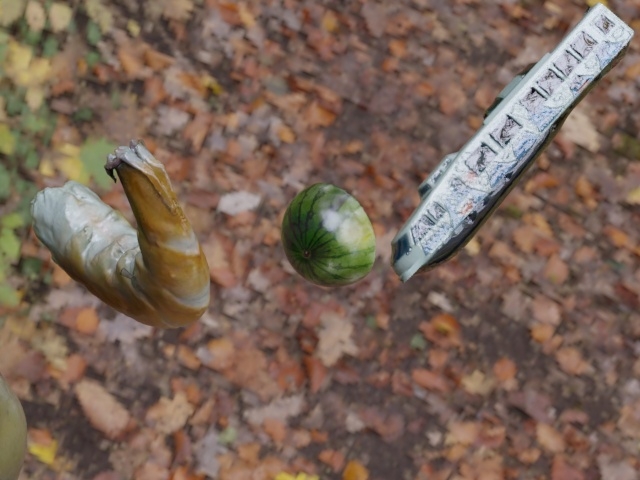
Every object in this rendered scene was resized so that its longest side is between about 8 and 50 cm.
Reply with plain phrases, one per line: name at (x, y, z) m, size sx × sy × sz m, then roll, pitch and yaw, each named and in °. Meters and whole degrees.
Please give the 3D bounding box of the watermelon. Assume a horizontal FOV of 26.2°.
watermelon at (0.000, 0.000, 1.316) m, size 0.105 × 0.105 × 0.062 m, roll 41°, pitch 41°, yaw 23°

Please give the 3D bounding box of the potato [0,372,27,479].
potato at (-0.343, 0.114, 0.925) m, size 0.243 × 0.221 × 0.326 m, roll 62°, pitch 19°, yaw 12°

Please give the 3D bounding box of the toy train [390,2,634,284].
toy train at (0.111, -0.057, 0.845) m, size 0.047 × 0.207 × 0.043 m, roll 42°, pitch -3°, yaw 4°

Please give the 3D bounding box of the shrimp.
shrimp at (-0.128, -0.016, 0.820) m, size 0.161 × 0.166 × 0.049 m, roll 38°, pitch 63°, yaw 25°
